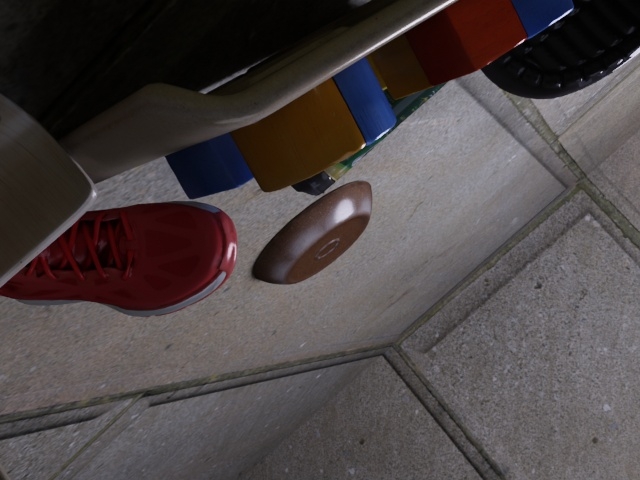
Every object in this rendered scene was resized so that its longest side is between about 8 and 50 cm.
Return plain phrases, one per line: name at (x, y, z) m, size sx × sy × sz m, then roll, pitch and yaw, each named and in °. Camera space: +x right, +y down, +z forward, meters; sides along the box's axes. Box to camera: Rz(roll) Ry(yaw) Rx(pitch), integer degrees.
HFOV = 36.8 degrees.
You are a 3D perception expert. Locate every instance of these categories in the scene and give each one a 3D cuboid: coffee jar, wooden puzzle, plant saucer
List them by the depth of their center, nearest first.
wooden puzzle at (0.003, -0.107, 0.650) m, size 0.348 × 0.080 × 0.322 m, roll -30°, pitch -169°, yaw -26°
coffee jar at (0.032, -0.123, 0.906) m, size 0.184 × 0.079 × 0.096 m, roll -42°, pitch -172°, yaw 8°
plant saucer at (0.000, 0.000, 1.285) m, size 0.199 × 0.036 × 0.198 m, roll -35°, pitch 164°, yaw -11°

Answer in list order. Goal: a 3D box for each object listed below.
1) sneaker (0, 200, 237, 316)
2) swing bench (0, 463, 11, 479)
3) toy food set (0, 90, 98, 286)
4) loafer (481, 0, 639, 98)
sneaker at (-0.177, 0.013, 0.673) m, size 0.221 × 0.087 × 0.128 m, roll -10°, pitch 171°, yaw 25°
swing bench at (-0.375, 0.310, 0.878) m, size 0.255 × 0.253 × 0.165 m, roll -33°, pitch 163°, yaw -24°
toy food set at (-0.269, -0.011, 0.452) m, size 0.220 × 0.092 × 0.306 m, roll -40°, pitch 156°, yaw 3°
loafer at (0.254, -0.271, 0.791) m, size 0.366 × 0.134 × 0.130 m, roll -52°, pitch -168°, yaw 3°
